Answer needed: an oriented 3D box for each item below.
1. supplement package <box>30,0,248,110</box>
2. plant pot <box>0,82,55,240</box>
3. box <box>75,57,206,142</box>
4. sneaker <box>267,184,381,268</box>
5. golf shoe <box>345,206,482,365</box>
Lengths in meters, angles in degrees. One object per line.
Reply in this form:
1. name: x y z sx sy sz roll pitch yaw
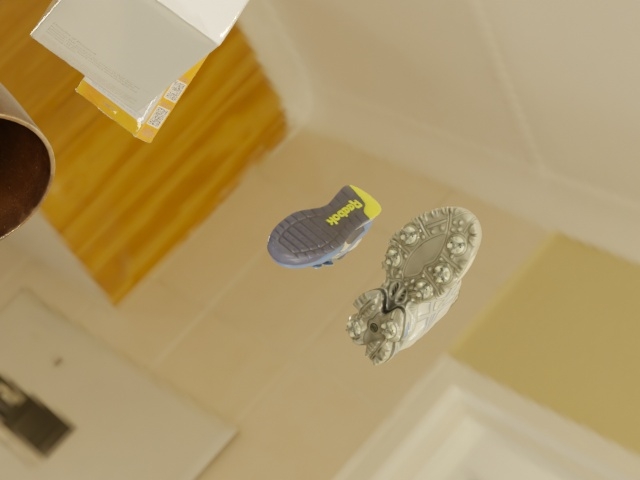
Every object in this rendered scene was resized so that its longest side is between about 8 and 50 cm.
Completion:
1. supplement package: -0.123 -0.184 1.133 0.105 0.105 0.179 36 -23 -15
2. plant pot: -0.435 -0.134 1.716 0.230 0.215 0.215 58 -7 35
3. box: -0.141 -0.161 1.322 0.081 0.136 0.028 38 5 27
4. sneaker: 0.000 0.000 1.400 0.053 0.144 0.059 45 -51 16
5. golf shoe: 0.092 0.030 1.320 0.069 0.086 0.176 54 -49 20
